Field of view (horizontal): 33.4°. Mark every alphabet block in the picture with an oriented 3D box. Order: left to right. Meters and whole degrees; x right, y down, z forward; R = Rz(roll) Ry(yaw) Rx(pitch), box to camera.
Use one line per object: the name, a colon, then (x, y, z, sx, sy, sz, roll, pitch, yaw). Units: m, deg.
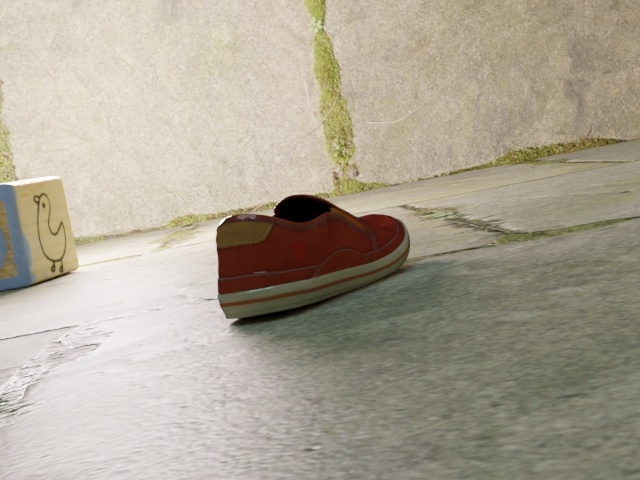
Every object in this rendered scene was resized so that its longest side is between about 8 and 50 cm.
alphabet block: (-0.584, -0.007, 1.955, 0.193, 0.192, 0.197, -8, 6, 13)

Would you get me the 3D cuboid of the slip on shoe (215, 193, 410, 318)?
slip on shoe: (0.000, 0.000, 1.080, 0.123, 0.101, 0.331, -10, 3, 29)
